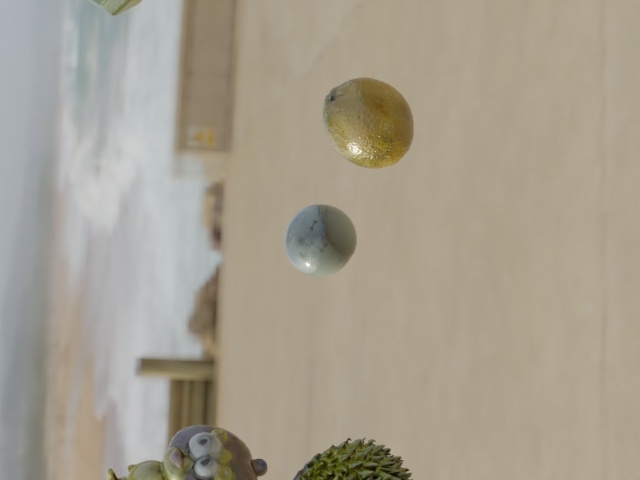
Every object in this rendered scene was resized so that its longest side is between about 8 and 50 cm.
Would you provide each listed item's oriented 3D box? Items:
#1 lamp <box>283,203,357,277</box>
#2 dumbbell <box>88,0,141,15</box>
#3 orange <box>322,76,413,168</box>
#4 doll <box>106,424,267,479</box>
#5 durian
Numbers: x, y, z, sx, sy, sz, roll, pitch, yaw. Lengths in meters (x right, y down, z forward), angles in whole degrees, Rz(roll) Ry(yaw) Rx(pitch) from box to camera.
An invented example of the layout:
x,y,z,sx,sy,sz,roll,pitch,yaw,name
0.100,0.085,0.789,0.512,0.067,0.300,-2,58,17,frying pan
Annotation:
x,y,z,sx,sy,sz,roll,pitch,yaw,name
0.000,0.000,2.280,0.105,0.105,0.105,-177,90,-81,lamp
-0.175,-0.372,1.947,0.108,0.302,0.121,6,119,39,dumbbell
0.044,-0.114,1.553,0.085,0.095,0.085,-45,27,30,orange
-0.159,0.294,1.951,0.145,0.188,0.096,42,144,39,doll
0.056,0.301,1.759,0.095,0.137,0.221,42,178,38,durian
